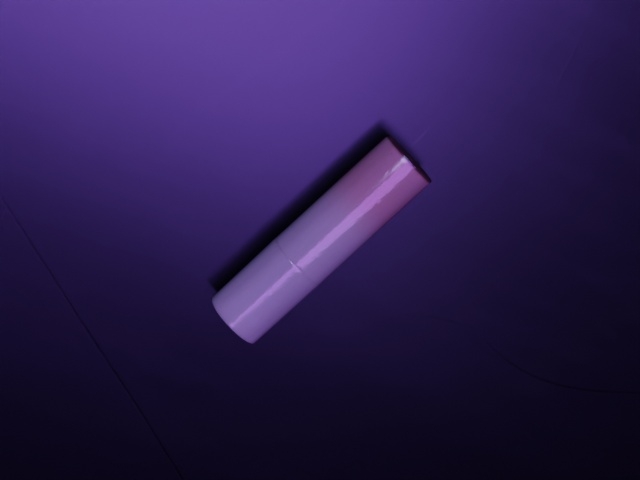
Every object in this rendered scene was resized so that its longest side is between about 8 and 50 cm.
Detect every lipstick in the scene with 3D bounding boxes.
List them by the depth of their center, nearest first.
[{"bbox_3d":[0.000,0.000,1.712,0.327,0.087,0.087,-42,109,9],"label":"lipstick"}]
